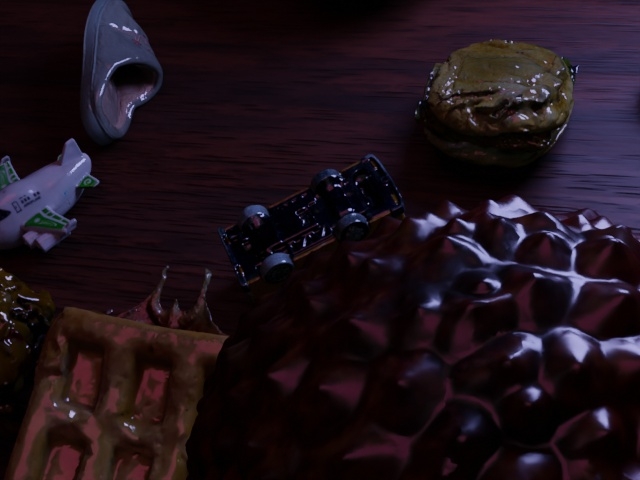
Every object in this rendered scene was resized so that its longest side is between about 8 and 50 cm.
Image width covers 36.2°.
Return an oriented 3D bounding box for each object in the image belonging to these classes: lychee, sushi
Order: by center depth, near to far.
[{"bbox_3d":[0.095,0.195,0.717,0.500,0.425,0.424,-46,46,28],"label":"lychee"},{"bbox_3d":[-0.395,0.117,1.079,0.200,0.213,0.204,6,65,-4],"label":"sushi"}]

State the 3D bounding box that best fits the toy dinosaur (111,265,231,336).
[{"bbox_3d":[-0.144,0.131,1.075,0.327,0.113,0.206,-20,77,11],"label":"toy dinosaur"}]

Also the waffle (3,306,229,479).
[{"bbox_3d":[-0.144,0.222,0.947,0.348,0.077,0.304,8,72,13],"label":"waffle"}]

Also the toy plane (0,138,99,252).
[{"bbox_3d":[-0.368,-0.055,1.262,0.174,0.080,0.174,-7,54,10],"label":"toy plane"}]

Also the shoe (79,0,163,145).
[{"bbox_3d":[-0.274,-0.245,1.372,0.100,0.103,0.251,-6,58,10],"label":"shoe"}]

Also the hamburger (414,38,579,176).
[{"bbox_3d":[0.215,-0.164,1.201,0.183,0.129,0.206,9,38,17],"label":"hamburger"}]

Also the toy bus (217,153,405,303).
[{"bbox_3d":[0.000,0.000,1.115,0.201,0.114,0.098,-27,52,-1],"label":"toy bus"}]
